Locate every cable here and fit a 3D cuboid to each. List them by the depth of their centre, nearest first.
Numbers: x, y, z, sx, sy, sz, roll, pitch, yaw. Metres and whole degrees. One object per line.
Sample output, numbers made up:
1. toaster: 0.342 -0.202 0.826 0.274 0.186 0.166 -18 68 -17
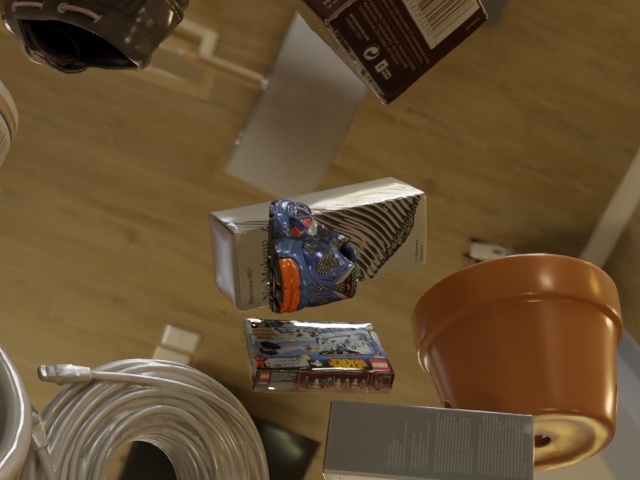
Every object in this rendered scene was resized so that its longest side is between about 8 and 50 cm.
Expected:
1. cable: -0.173 0.245 0.921 0.089 0.257 0.257 -28 -113 50

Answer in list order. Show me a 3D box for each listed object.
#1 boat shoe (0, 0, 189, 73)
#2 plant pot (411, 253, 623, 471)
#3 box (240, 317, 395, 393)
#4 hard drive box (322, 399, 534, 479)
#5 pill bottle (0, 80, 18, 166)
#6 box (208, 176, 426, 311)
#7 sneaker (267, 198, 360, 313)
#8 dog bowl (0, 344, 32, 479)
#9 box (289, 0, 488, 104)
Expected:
1. boat shoe: -0.247 -0.211 0.920 0.335 0.112 0.096 5 -112 51
2. plant pot: 0.276 0.181 1.261 0.291 0.290 0.204 123 -28 -48
3. box: -0.005 0.113 0.916 0.094 0.136 0.027 -114 -149 -62
4. hard drive box: 0.130 0.265 1.104 0.181 0.232 0.089 74 22 -60
5. pill bottle: -0.380 -0.038 0.814 0.153 0.153 0.265 125 -19 -52
6. box: 0.000 0.000 1.213 0.094 0.275 0.113 34 -47 56
7. sneaker: -0.009 0.018 0.930 0.221 0.087 0.083 -102 -164 -68
8. dog bowl: -0.332 0.097 0.546 0.102 0.348 0.349 -58 -167 14
9. box: 0.060 -0.309 1.122 0.167 0.168 0.203 -41 -130 4
